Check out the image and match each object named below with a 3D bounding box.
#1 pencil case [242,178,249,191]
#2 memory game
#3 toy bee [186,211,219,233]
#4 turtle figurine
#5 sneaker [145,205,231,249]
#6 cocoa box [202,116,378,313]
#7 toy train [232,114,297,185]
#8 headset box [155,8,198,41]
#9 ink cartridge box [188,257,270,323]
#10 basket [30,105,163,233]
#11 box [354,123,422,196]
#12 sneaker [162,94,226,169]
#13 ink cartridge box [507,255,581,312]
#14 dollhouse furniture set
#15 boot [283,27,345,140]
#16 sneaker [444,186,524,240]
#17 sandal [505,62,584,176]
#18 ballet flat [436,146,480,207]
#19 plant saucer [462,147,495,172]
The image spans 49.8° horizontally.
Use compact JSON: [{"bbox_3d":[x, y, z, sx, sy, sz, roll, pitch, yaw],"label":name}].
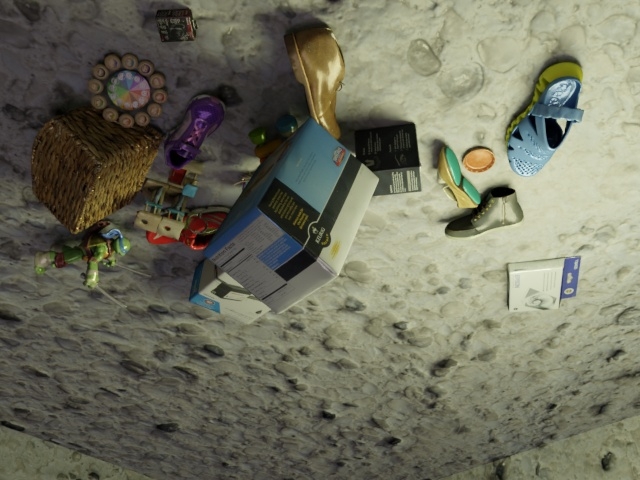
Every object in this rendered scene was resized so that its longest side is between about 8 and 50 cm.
[{"bbox_3d":[-0.135,-0.133,1.857,0.151,0.070,0.064,7,148,-5],"label":"pencil case"},{"bbox_3d":[-0.452,-0.349,1.619,0.186,0.012,0.186,-4,125,-6],"label":"memory game"},{"bbox_3d":[-0.177,-0.020,1.842,0.298,0.195,0.162,1,152,-45],"label":"toy bee"},{"bbox_3d":[-0.679,0.087,2.031,0.266,0.198,0.275,-1,136,8],"label":"turtle figurine"},{"bbox_3d":[-0.373,-0.025,1.951,0.279,0.118,0.107,-10,138,12],"label":"sneaker"},{"bbox_3d":[-0.059,-0.059,1.544,0.228,0.347,0.231,40,134,-15],"label":"cocoa box"},{"bbox_3d":[-0.144,-0.221,1.742,0.248,0.105,0.143,-13,126,18],"label":"toy train"},{"bbox_3d":[-0.310,-0.468,1.500,0.083,0.032,0.062,-3,140,3],"label":"headset box"},{"bbox_3d":[-0.224,0.114,2.077,0.223,0.129,0.307,26,141,-25],"label":"ink cartridge box"},{"bbox_3d":[-0.584,-0.206,1.761,0.213,0.223,0.299,44,133,6],"label":"basket"},{"bbox_3d":[0.167,-0.198,1.710,0.158,0.156,0.093,-5,140,7],"label":"box"},{"bbox_3d":[-0.314,-0.256,1.692,0.095,0.105,0.236,28,131,-26],"label":"sneaker"},{"bbox_3d":[0.707,0.143,2.181,0.224,0.045,0.223,-8,138,9],"label":"ink cartridge box"},{"bbox_3d":[-0.406,-0.122,1.830,0.129,0.129,0.184,17,138,-17],"label":"dollhouse furniture set"},{"bbox_3d":[0.016,-0.348,1.586,0.115,0.112,0.305,-17,135,5],"label":"boot"},{"bbox_3d":[0.444,-0.080,1.915,0.222,0.083,0.118,-15,126,14],"label":"sneaker"},{"bbox_3d":[0.535,-0.262,1.646,0.126,0.138,0.317,2,141,-5],"label":"sandal"},{"bbox_3d":[0.348,-0.156,1.820,0.073,0.080,0.232,-12,138,32],"label":"ballet flat"},{"bbox_3d":[0.414,-0.210,1.800,0.083,0.013,0.083,0,139,0],"label":"plant saucer"}]
